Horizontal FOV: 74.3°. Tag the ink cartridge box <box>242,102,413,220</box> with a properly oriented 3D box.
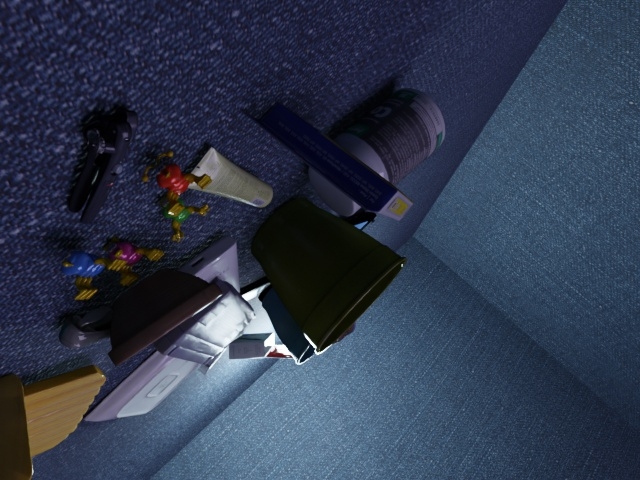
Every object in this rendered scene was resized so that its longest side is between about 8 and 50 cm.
[{"bbox_3d":[0.034,-0.158,0.855,0.072,0.304,0.307,-52,165,9],"label":"ink cartridge box"}]

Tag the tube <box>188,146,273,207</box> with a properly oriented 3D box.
[{"bbox_3d":[-0.179,-0.120,0.864,0.240,0.062,0.070,15,78,-68],"label":"tube"}]

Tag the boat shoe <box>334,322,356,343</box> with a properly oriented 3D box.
[{"bbox_3d":[0.065,0.311,1.438,0.066,0.066,0.183,-32,157,-36],"label":"boat shoe"}]

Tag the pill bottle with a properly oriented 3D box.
[{"bbox_3d":[0.153,-0.239,1.153,0.361,0.204,0.204,-41,164,-20],"label":"pill bottle"}]

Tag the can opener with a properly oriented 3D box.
[{"bbox_3d":[-0.302,-0.094,0.583,0.186,0.059,0.073,-54,163,24],"label":"can opener"}]

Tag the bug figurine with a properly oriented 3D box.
[{"bbox_3d":[-0.304,-0.021,0.720,0.279,0.072,0.216,-46,176,-10],"label":"bug figurine"}]

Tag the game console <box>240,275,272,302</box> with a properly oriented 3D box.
[{"bbox_3d":[-0.206,0.171,1.530,0.361,0.044,0.213,-24,152,-54],"label":"game console"}]

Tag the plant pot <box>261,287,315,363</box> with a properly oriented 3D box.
[{"bbox_3d":[-0.070,0.267,1.564,0.272,0.255,0.271,-41,162,-16],"label":"plant pot"}]

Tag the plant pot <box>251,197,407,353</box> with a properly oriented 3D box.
[{"bbox_3d":[-0.004,0.072,1.233,0.366,0.353,0.366,-43,164,-15],"label":"plant pot"}]

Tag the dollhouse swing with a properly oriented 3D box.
[{"bbox_3d":[-0.589,0.465,0.834,0.305,0.315,0.346,13,121,-49],"label":"dollhouse swing"}]

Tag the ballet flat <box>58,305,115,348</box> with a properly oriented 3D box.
[{"bbox_3d":[-0.427,0.162,0.876,0.068,0.072,0.213,-62,161,20],"label":"ballet flat"}]

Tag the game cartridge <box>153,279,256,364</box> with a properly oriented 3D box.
[{"bbox_3d":[-0.304,0.237,1.185,0.230,0.068,0.355,-48,165,-14],"label":"game cartridge"}]

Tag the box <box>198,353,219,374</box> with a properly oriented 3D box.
[{"bbox_3d":[-0.375,0.398,1.589,0.186,0.038,0.145,-54,179,28],"label":"box"}]

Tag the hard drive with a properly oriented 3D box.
[{"bbox_3d":[-0.301,0.128,1.104,0.203,0.040,0.307,-40,163,-26],"label":"hard drive"}]

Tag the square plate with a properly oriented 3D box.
[{"bbox_3d":[-0.528,0.457,1.380,0.344,0.049,0.347,-43,165,-11],"label":"square plate"}]

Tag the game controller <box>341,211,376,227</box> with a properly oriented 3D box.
[{"bbox_3d":[0.133,-0.052,1.826,0.166,0.067,0.319,-54,162,26],"label":"game controller"}]

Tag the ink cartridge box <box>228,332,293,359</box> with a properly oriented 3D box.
[{"bbox_3d":[-0.211,0.422,1.711,0.261,0.066,0.296,-2,175,0],"label":"ink cartridge box"}]

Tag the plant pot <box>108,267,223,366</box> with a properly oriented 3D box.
[{"bbox_3d":[-0.323,0.131,0.835,0.237,0.109,0.237,-34,-177,2],"label":"plant pot"}]
